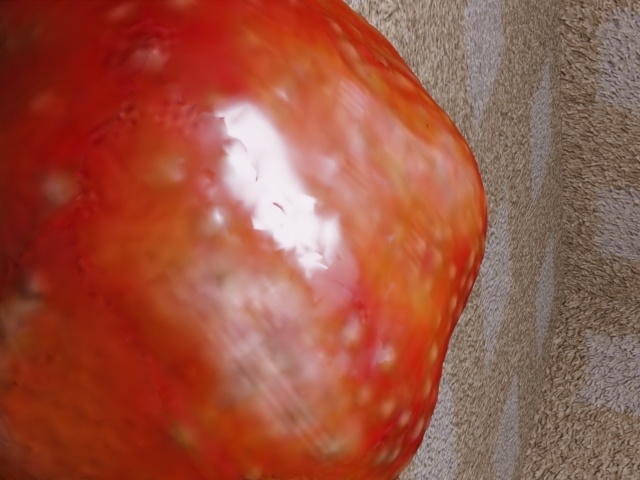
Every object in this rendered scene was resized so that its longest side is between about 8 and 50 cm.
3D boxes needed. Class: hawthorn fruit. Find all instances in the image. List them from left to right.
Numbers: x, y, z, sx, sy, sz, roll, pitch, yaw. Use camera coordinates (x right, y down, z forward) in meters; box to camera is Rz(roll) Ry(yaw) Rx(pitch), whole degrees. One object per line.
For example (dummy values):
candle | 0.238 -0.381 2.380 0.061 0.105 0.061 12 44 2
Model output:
hawthorn fruit | -0.092 -0.019 0.494 0.330 0.287 0.287 36 58 -40
